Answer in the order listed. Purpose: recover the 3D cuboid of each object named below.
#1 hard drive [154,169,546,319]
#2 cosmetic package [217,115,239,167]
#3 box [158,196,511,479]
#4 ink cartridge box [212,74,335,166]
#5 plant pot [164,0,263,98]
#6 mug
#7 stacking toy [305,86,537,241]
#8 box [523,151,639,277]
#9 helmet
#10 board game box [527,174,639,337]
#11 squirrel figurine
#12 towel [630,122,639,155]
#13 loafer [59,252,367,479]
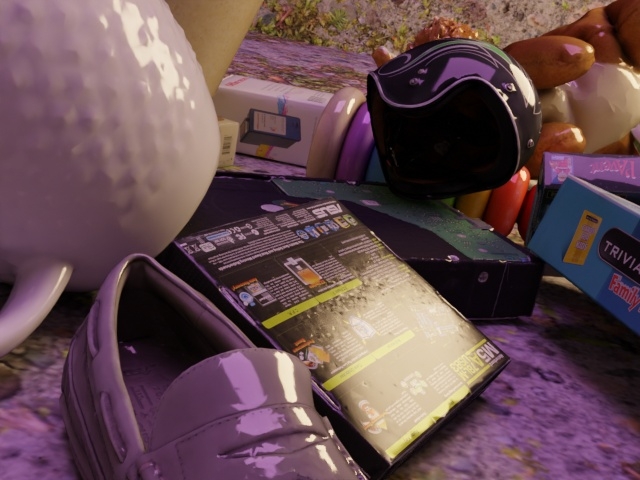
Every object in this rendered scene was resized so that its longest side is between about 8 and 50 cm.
[{"bbox_3d":[0.000,0.000,0.783,0.339,0.064,0.237,1,20,-24],"label":"hard drive"},{"bbox_3d":[-0.166,-0.140,1.117,0.115,0.060,0.041,20,20,31],"label":"cosmetic package"},{"bbox_3d":[0.015,0.055,0.554,0.184,0.045,0.191,45,30,15],"label":"box"},{"bbox_3d":[-0.048,-0.173,1.229,0.213,0.093,0.154,13,17,4],"label":"ink cartridge box"},{"bbox_3d":[-0.220,-0.247,0.955,0.334,0.305,0.334,20,7,-3],"label":"plant pot"},{"bbox_3d":[-0.244,-0.084,0.558,0.328,0.276,0.374,42,37,-33],"label":"mug"},{"bbox_3d":[0.157,-0.070,0.988,0.330,0.141,0.141,18,19,11],"label":"stacking toy"},{"bbox_3d":[0.324,-0.016,0.822,0.233,0.159,0.044,4,57,8],"label":"box"},{"bbox_3d":[0.138,-0.127,0.864,0.162,0.169,0.169,-12,21,-3],"label":"helmet"},{"bbox_3d":[0.346,0.073,0.633,0.254,0.079,0.336,20,14,-20],"label":"board game box"},{"bbox_3d":[0.237,-0.185,1.201,0.371,0.280,0.397,-10,17,-13],"label":"squirrel figurine"},{"bbox_3d":[0.536,-0.114,0.928,0.325,0.038,0.248,-16,27,11],"label":"towel"},{"bbox_3d":[-0.041,0.103,0.372,0.112,0.111,0.319,-3,22,-35],"label":"loafer"}]
